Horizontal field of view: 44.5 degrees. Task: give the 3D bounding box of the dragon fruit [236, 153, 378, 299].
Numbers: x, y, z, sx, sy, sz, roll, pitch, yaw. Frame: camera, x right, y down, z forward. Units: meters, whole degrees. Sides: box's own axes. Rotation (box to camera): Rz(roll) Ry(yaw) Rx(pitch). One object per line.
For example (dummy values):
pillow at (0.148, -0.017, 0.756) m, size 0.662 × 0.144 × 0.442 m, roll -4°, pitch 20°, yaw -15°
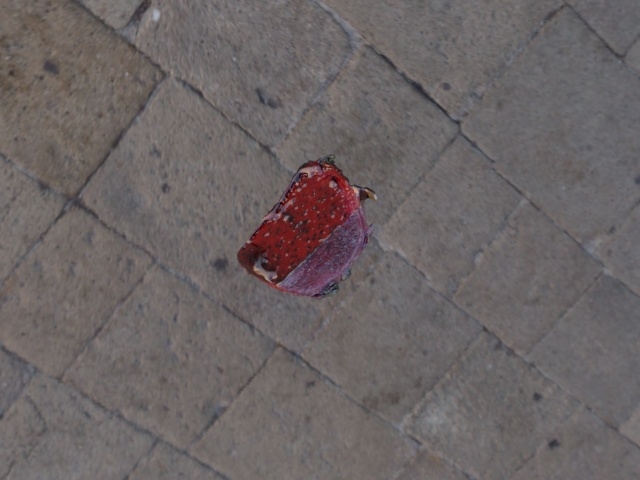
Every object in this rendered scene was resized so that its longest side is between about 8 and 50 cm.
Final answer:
dragon fruit at (0.000, 0.000, 0.799) m, size 0.147 × 0.102 × 0.096 m, roll -47°, pitch 136°, yaw 1°
